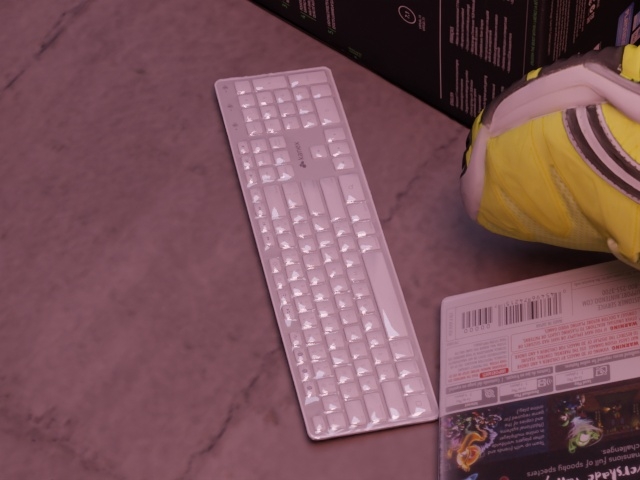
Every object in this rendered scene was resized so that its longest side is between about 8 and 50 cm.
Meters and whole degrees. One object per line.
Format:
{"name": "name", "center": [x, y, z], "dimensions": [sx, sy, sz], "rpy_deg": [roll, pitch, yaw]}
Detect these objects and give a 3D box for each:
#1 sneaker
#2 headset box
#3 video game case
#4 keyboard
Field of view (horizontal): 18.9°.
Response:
{"name": "sneaker", "center": [0.220, -0.010, 0.884], "dimensions": [0.384, 0.145, 0.147], "rpy_deg": [0, 82, 43]}
{"name": "headset box", "center": [0.049, -0.222, 1.098], "dimensions": [0.283, 0.246, 0.131], "rpy_deg": [32, 61, 24]}
{"name": "video game case", "center": [0.150, 0.085, 0.963], "dimensions": [0.190, 0.022, 0.173], "rpy_deg": [-13, 50, 21]}
{"name": "keyboard", "center": [0.000, 0.000, 1.078], "dimensions": [0.072, 0.014, 0.256], "rpy_deg": [-12, 54, -6]}
